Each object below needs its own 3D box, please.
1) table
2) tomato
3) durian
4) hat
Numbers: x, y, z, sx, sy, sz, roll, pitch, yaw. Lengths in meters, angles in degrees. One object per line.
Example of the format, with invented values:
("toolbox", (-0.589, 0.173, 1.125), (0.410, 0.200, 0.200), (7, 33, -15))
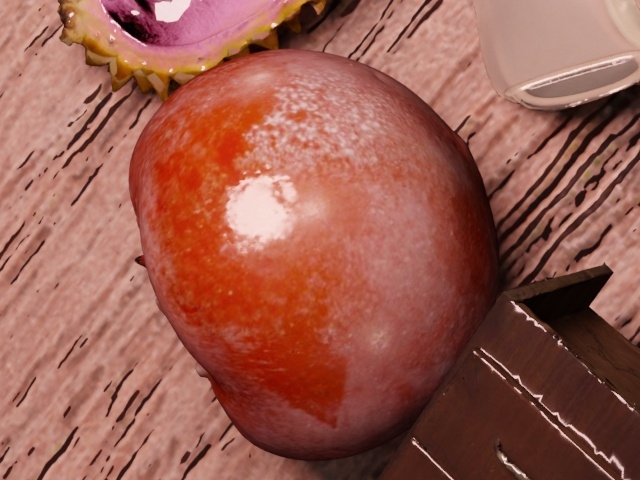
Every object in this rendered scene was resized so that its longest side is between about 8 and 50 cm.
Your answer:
("table", (0.154, 0.147, 1.248), (0.169, 0.172, 0.193), (43, 116, 21))
("tomato", (0.000, 0.000, 1.294), (0.227, 0.270, 0.270), (-27, 78, 2))
("durian", (-0.039, -0.237, 1.412), (0.191, 0.112, 0.341), (33, 101, 6))
("hat", (0.217, -0.181, 1.357), (0.226, 0.164, 0.219), (-15, 81, 52))
